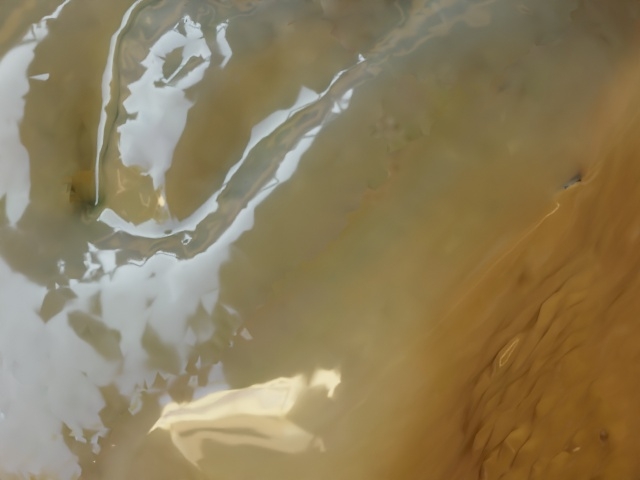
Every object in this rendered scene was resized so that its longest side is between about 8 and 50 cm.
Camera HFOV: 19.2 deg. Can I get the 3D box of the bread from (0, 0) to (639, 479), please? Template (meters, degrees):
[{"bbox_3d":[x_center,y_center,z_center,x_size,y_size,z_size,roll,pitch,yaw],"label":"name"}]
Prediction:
[{"bbox_3d":[0.000,0.000,0.739,0.348,0.376,0.253,-45,64,2],"label":"bread"}]
